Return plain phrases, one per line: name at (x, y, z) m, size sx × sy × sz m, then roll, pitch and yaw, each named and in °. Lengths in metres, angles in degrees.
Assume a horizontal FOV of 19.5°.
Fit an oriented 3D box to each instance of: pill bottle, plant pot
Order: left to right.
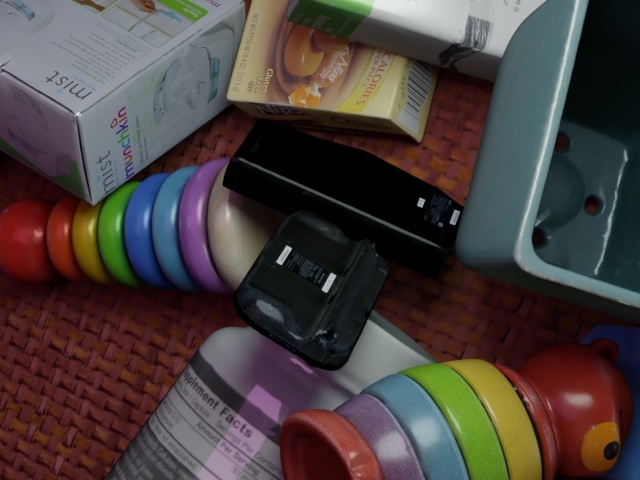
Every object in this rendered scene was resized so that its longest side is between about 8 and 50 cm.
pill bottle at (-0.065, 0.207, 1.664) m, size 0.204 × 0.204 × 0.361 m, roll 38°, pitch 93°, yaw 29°
plant pot at (0.241, -0.053, 1.554) m, size 0.252 × 0.247 × 0.248 m, roll 168°, pitch 118°, yaw -69°

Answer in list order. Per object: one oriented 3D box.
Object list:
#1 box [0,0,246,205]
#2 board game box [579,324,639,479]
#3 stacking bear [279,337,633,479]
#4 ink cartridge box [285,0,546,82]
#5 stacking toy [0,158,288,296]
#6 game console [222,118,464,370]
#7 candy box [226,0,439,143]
box at (-0.242, -0.190, 1.850) m, size 0.262 × 0.127 × 0.231 m, roll 29°, pitch 54°, yaw 29°
board game box at (0.290, 0.144, 1.612) m, size 0.168 × 0.033 × 0.133 m, roll 3°, pitch 81°, yaw 32°
stacking bear at (0.128, 0.169, 1.529) m, size 0.289 × 0.175 × 0.164 m, roll -18°, pitch 29°, yaw -20°
ink cartridge box at (0.129, -0.262, 1.688) m, size 0.273 × 0.115 × 0.198 m, roll 17°, pitch 81°, yaw -8°
stacking toy at (-0.188, -0.010, 1.836) m, size 0.330 × 0.141 × 0.141 m, roll -2°, pitch 74°, yaw 30°
game console at (0.000, 0.000, 1.607) m, size 0.213 × 0.361 × 0.044 m, roll 24°, pitch 117°, yaw 3°
candy box at (0.040, -0.264, 1.819) m, size 0.183 × 0.087 × 0.316 m, roll 9°, pitch 79°, yaw 27°
